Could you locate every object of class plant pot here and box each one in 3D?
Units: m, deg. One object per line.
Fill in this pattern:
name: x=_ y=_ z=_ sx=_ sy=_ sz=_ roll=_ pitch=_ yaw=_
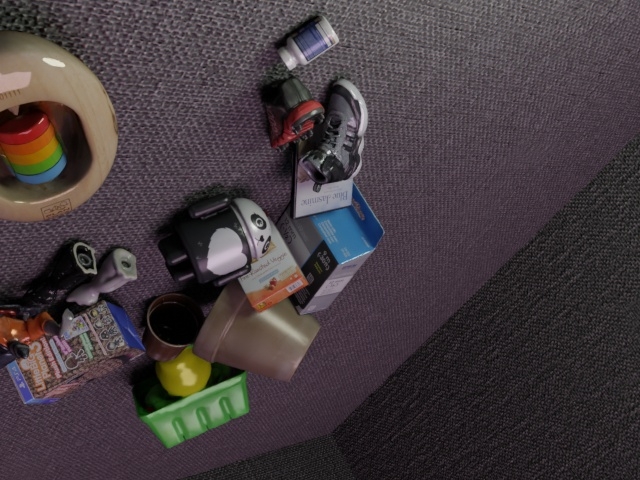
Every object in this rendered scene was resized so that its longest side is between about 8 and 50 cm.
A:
plant pot: x=-0.435 y=0.260 z=2.377 sx=0.167 sy=0.167 sz=0.165 roll=-13 pitch=158 yaw=-32
plant pot: x=-0.161 y=0.251 z=2.352 sx=0.323 sy=0.280 sz=0.323 roll=-60 pitch=176 yaw=-7

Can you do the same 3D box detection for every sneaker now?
sneaker: x=0.027 y=-0.235 z=1.938 sx=0.153 sy=0.101 sz=0.268 roll=-36 pitch=141 yaw=-37
sneaker: x=-0.074 y=-0.285 z=1.844 sx=0.098 sy=0.135 sz=0.276 roll=-30 pitch=179 yaw=-16

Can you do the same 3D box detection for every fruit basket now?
fruit basket: x=-0.429 y=0.434 z=2.638 sx=0.392 sy=0.283 sz=0.392 roll=-5 pitch=106 yaw=-17

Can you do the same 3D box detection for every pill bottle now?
pill bottle: x=-0.028 y=-0.406 z=1.708 sx=0.120 sy=0.067 sz=0.067 roll=-33 pitch=154 yaw=5

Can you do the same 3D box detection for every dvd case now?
dvd case: x=0.007 y=-0.183 z=2.067 sx=0.180 sy=0.022 sz=0.253 roll=-15 pitch=122 yaw=-31

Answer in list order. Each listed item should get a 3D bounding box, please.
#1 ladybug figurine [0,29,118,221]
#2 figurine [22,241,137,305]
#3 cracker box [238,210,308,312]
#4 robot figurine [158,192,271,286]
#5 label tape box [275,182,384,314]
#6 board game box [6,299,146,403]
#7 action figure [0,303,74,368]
ladybug figurine: x=-0.519 y=-0.198 z=1.445 sx=0.305 sy=0.162 sz=0.449 roll=-22 pitch=152 yaw=-18
figurine: x=-0.583 y=0.099 z=2.015 sx=0.209 sy=0.092 sz=0.215 roll=-34 pitch=156 yaw=25
cracker box: x=-0.156 y=0.055 z=2.205 sx=0.156 sy=0.232 sz=0.067 roll=-31 pitch=153 yaw=1
robot figurine: x=-0.258 y=0.003 z=2.069 sx=0.278 sy=0.173 sz=0.209 roll=-24 pitch=166 yaw=-14
label tape box: x=0.000 y=0.000 z=2.252 sx=0.115 sy=0.249 sz=0.347 roll=-9 pitch=147 yaw=-39
board game box: x=-0.637 y=0.295 z=2.162 sx=0.291 sy=0.141 sz=0.232 roll=-28 pitch=171 yaw=-5
action figure: x=-0.769 y=0.225 z=1.894 sx=0.341 sy=0.178 sz=0.330 roll=-2 pitch=161 yaw=-38
